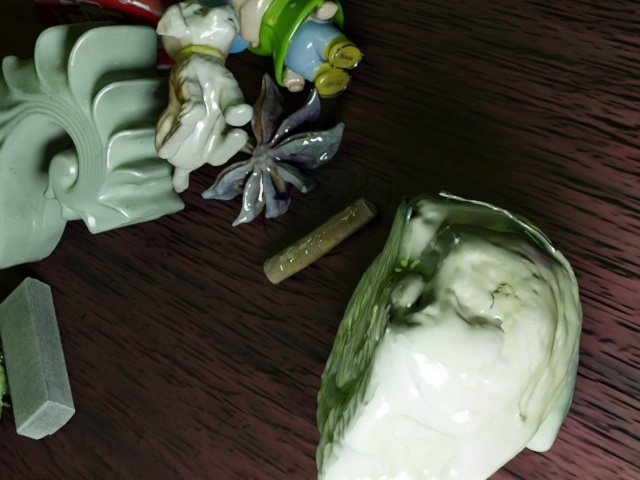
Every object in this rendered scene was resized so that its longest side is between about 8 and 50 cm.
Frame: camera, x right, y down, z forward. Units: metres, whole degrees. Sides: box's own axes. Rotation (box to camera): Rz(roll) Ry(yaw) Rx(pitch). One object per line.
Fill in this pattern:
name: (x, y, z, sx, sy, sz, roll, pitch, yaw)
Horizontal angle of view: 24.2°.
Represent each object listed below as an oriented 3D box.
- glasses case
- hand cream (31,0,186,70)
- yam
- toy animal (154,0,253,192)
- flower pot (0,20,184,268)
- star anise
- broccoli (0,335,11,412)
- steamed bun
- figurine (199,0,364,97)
glasses case: (-0.356, 0.146, 1.863, 0.071, 0.047, 0.205, -42, 46, 23)
hand cream: (-0.243, -0.328, 1.898, 0.230, 0.230, 0.149, 2, 69, 43)
yam: (0.000, 0.000, 1.630, 0.145, 0.032, 0.032, -34, 48, 23)
toy animal: (-0.153, -0.173, 1.720, 0.184, 0.104, 0.185, -53, 47, 52)
flower pot: (-0.333, -0.117, 1.861, 0.367, 0.164, 0.254, -16, 90, 40)
star anise: (-0.057, -0.102, 1.714, 0.204, 0.061, 0.181, -43, 57, 23)
broccoli: (-0.527, 0.190, 1.884, 0.180, 0.242, 0.273, -43, 34, 47)
steamed bun: (0.124, 0.115, 1.339, 0.268, 0.207, 0.280, -80, 14, -59)
figurine: (-0.051, -0.272, 1.757, 0.263, 0.143, 0.162, 47, 136, 29)
